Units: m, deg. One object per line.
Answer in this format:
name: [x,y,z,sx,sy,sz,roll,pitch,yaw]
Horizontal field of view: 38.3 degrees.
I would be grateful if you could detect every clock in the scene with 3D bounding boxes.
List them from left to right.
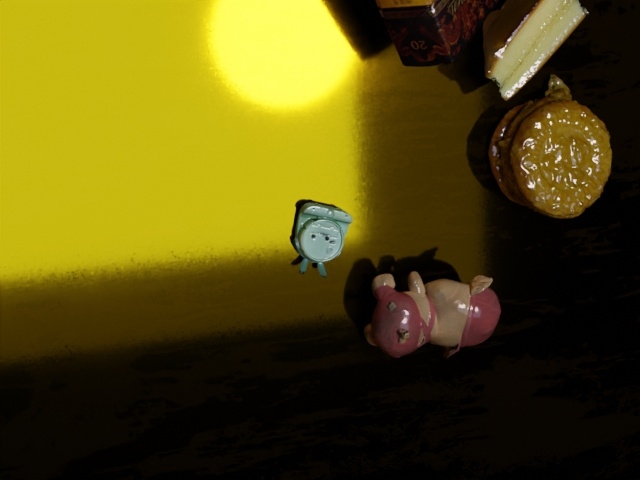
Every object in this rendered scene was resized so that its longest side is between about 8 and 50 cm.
clock: [0.000,0.000,1.749,0.101,0.041,0.134,10,100,-18]

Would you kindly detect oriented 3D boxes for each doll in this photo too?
doll: [0.219,0.146,1.793,0.256,0.196,0.152,-4,66,-12]

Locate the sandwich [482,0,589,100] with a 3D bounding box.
sandwich: [0.379,-0.386,1.728,0.122,0.128,0.235,41,90,-24]

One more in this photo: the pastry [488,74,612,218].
pastry: [0.462,-0.165,1.799,0.235,0.132,0.240,-42,111,-3]

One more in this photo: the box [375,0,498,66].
box: [0.170,-0.528,1.528,0.264,0.116,0.415,-54,132,-32]
